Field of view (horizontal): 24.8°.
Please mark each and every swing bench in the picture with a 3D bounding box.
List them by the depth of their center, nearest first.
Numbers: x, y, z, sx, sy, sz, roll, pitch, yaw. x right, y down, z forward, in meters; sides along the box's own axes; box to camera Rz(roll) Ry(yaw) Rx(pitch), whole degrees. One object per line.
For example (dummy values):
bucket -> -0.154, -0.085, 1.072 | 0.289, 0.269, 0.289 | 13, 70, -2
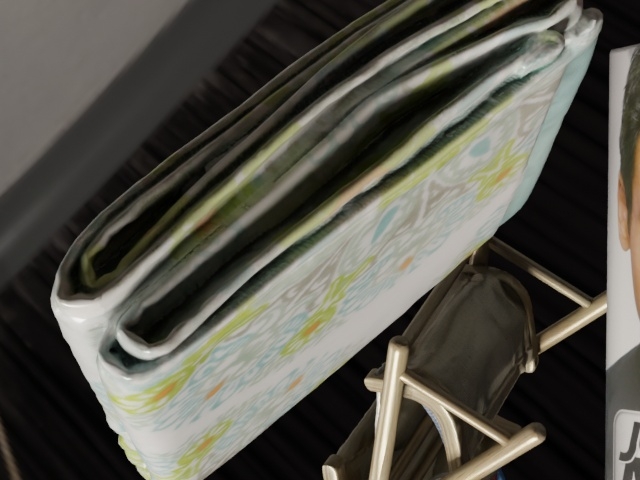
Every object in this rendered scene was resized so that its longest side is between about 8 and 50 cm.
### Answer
swing bench -> 0.134, 0.152, 1.404 | 0.253, 0.165, 0.254 | -49, 169, -50

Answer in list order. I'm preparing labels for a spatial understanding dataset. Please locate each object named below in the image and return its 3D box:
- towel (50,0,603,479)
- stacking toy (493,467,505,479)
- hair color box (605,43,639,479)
towel -> 0.000, 0.000, 0.855 | 0.320, 0.090, 0.374 | -38, 166, -13
stacking toy -> 0.127, 0.313, 1.529 | 0.166, 0.302, 0.175 | -37, 107, 7
hair color box -> 0.271, 0.059, 0.890 | 0.114, 0.185, 0.374 | 3, 87, -25
